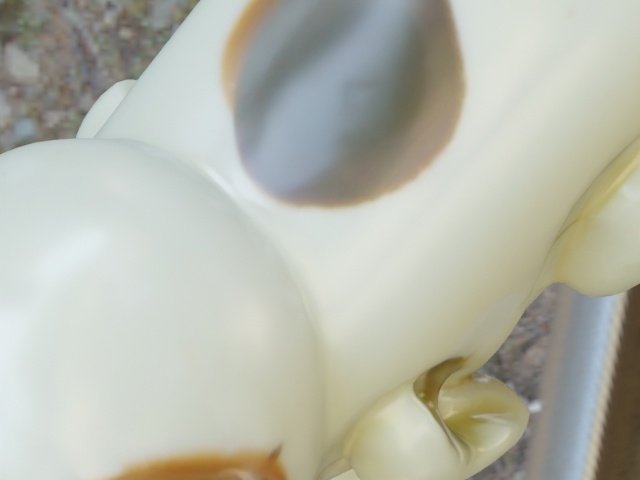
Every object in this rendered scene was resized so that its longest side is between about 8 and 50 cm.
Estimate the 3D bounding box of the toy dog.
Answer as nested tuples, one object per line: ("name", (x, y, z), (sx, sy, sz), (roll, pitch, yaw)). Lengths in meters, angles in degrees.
("toy dog", (0.000, 0.000, 0.753), (0.284, 0.408, 0.395), (48, 163, 8))
